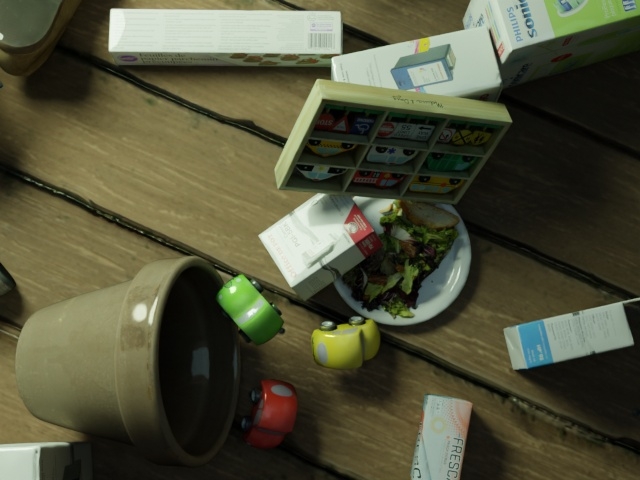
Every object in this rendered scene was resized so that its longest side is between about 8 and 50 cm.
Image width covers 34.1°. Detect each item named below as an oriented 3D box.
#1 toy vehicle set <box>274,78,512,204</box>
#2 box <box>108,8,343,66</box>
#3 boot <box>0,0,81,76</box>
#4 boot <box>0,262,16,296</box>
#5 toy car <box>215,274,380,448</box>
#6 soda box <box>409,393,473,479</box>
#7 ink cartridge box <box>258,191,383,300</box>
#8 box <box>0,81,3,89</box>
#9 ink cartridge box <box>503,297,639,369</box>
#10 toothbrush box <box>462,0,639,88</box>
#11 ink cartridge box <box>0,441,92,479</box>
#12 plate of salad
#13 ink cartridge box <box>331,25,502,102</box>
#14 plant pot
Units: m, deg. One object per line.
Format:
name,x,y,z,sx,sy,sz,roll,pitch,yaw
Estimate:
toy vehicle set,0.092,-0.122,1.344,0.266,0.166,0.035,4,50,-22
box,-0.130,-0.283,1.458,0.324,0.063,0.067,0,81,0
boot,-0.368,-0.360,1.455,0.112,0.115,0.305,27,64,-2
boot,-0.568,0.058,1.400,0.229,0.091,0.263,-43,87,-6
toy car,-0.052,0.141,1.360,0.239,0.053,0.225,-42,114,-6
soda box,0.155,0.298,1.385,0.063,0.058,0.183,11,82,1
ink cartridge box,0.000,0.000,1.403,0.135,0.056,0.099,-36,62,2
box,-0.569,-0.260,1.348,0.184,0.103,0.261,-20,113,27
ink cartridge box,0.345,0.124,1.384,0.180,0.104,0.060,-12,82,-1
toothbrush box,0.352,-0.312,1.391,0.283,0.206,0.122,-14,83,-3
ink cartridge box,-0.405,0.309,1.276,0.198,0.273,0.115,-3,80,-1
plate of salad,0.108,0.017,1.427,0.199,0.048,0.200,0,83,-1
ink cartridge box,0.125,-0.200,1.401,0.212,0.154,0.093,-11,79,-1
plant pot,-0.253,0.155,1.324,0.229,0.263,0.263,-3,82,16
